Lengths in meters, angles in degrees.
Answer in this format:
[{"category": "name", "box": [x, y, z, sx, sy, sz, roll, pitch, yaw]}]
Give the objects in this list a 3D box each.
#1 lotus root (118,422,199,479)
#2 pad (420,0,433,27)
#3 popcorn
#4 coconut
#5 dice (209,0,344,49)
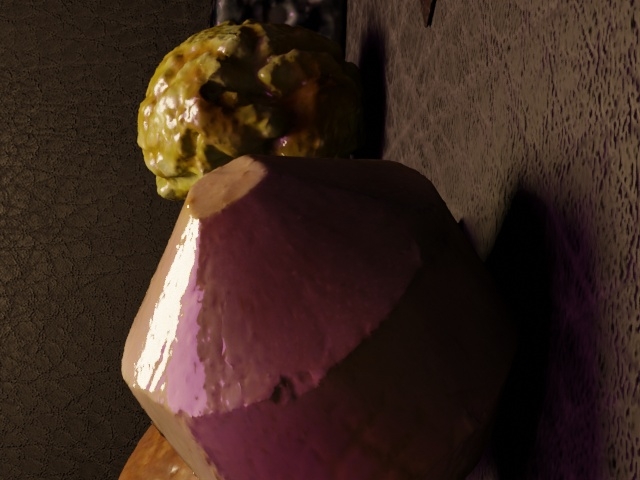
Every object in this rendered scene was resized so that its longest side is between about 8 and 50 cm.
[{"category": "lotus root", "box": [-0.084, 0.318, 1.566, 0.250, 0.316, 0.316, -92, 8, -47]}, {"category": "pad", "box": [0.100, -0.384, 1.209, 0.220, 0.004, 0.330, 99, 170, -47]}, {"category": "popcorn", "box": [-0.081, -0.132, 1.520, 0.247, 0.282, 0.282, -78, -6, -66]}, {"category": "coconut", "box": [-0.002, 0.054, 0.857, 0.259, 0.259, 0.259, -178, 90, -83]}, {"category": "dice", "box": [-0.064, -0.298, 1.817, 0.182, 0.181, 0.183, 161, 111, -81]}]
